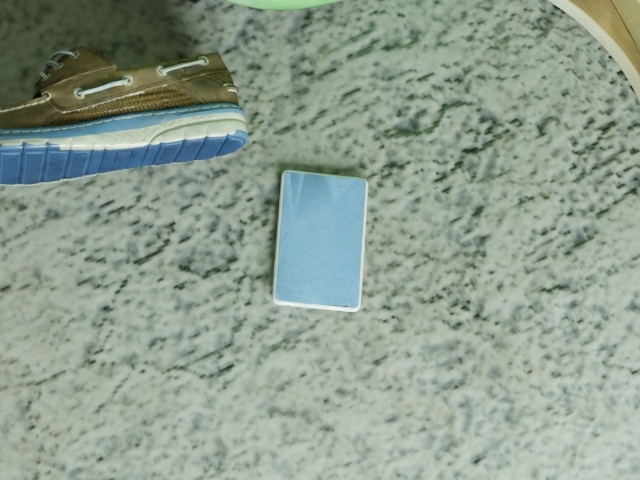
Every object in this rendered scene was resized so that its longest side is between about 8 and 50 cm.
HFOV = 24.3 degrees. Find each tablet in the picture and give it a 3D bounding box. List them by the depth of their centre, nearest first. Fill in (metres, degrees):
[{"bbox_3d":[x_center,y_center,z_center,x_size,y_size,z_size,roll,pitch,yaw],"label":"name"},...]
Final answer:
[{"bbox_3d":[0.000,0.000,0.898,0.054,0.006,0.083,6,77,-9],"label":"tablet"}]

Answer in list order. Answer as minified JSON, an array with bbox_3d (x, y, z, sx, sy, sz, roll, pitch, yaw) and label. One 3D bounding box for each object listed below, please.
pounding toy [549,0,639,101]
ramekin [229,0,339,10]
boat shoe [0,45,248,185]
[{"bbox_3d":[0.207,-0.182,0.894,0.154,0.155,0.269,-20,83,-18],"label":"pounding toy"},{"bbox_3d":[0.021,-0.280,0.811,0.303,0.148,0.303,-6,99,-40],"label":"ramekin"},{"bbox_3d":[-0.137,-0.075,0.864,0.183,0.066,0.066,-6,75,-21],"label":"boat shoe"}]
